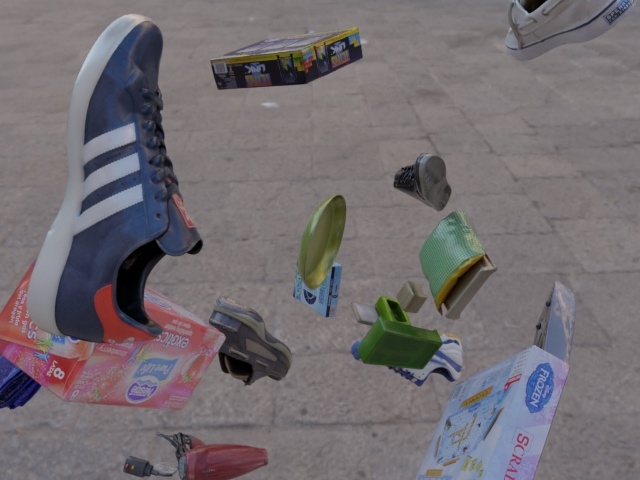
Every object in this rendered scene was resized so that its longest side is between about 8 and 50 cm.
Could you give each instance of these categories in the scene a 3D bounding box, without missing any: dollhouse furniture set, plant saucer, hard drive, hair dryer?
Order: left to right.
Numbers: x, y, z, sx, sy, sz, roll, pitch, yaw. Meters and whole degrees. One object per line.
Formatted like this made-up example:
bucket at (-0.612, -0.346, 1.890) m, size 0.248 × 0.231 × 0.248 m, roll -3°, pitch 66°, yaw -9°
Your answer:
hair dryer at (-0.257, 0.457, 1.376) m, size 0.293 × 0.080 × 0.223 m, roll 6°, pitch 8°, yaw 12°
plant saucer at (0.000, 0.000, 1.516) m, size 0.037 × 0.241 × 0.241 m, roll 18°, pitch 31°, yaw 18°
dollhouse furniture set at (0.191, 0.088, 1.282) m, size 0.151 × 0.301 × 0.197 m, roll 14°, pitch 32°, yaw -26°
hard drive at (0.437, 0.223, 1.208) m, size 0.054 × 0.172 × 0.255 m, roll 15°, pitch 51°, yaw 15°

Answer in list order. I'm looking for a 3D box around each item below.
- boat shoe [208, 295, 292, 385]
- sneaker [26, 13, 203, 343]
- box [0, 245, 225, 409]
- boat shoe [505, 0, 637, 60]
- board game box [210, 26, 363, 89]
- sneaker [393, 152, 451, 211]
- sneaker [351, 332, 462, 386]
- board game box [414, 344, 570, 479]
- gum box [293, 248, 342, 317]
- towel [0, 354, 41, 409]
boat shoe at (-0.173, 0.252, 1.422) m, size 0.132 × 0.355 × 0.130 m, roll 18°, pitch 66°, yaw 29°
sneaker at (-0.188, -0.058, 0.672) m, size 0.148 × 0.350 × 0.131 m, roll 13°, pitch 3°, yaw 6°
box at (-0.280, 0.136, 0.882) m, size 0.154 × 0.142 × 0.300 m, roll 27°, pitch -8°, yaw 21°
boat shoe at (0.405, -0.433, 1.147) m, size 0.136 × 0.156 × 0.367 m, roll -44°, pitch 12°, yaw 5°
board game box at (-0.048, -0.259, 0.900) m, size 0.170 × 0.048 × 0.141 m, roll 8°, pitch 30°, yaw 37°
sneaker at (0.200, -0.131, 1.331) m, size 0.118 × 0.083 × 0.222 m, roll 26°, pitch -9°, yaw 24°
sneaker at (0.229, 0.314, 1.641) m, size 0.296 × 0.112 × 0.131 m, roll -1°, pitch 69°, yaw -1°
board game box at (0.229, 0.345, 0.960) m, size 0.066 × 0.319 × 0.318 m, roll 29°, pitch 66°, yaw 3°
gum box at (-0.011, 0.122, 1.868) m, size 0.041 × 0.157 × 0.184 m, roll -3°, pitch 17°, yaw -35°
towel at (-0.676, 0.279, 1.390) m, size 0.308 × 0.076 × 0.228 m, roll -9°, pitch 34°, yaw 42°
